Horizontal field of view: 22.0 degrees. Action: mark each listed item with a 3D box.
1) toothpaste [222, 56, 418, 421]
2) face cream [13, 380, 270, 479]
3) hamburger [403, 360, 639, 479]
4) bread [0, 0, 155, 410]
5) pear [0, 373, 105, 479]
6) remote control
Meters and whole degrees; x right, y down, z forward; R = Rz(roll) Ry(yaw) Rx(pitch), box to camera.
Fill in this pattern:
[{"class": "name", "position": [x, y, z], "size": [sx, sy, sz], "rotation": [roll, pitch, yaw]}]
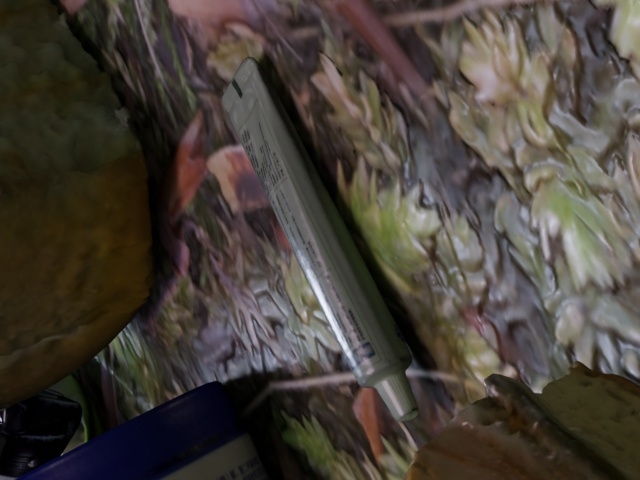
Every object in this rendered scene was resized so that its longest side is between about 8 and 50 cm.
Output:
[{"class": "toothpaste", "position": [0.000, 0.000, 0.807], "size": [0.197, 0.029, 0.048], "rotation": [63, 151, 17]}, {"class": "face cream", "position": [-0.126, 0.175, 0.974], "size": [0.111, 0.206, 0.206], "rotation": [62, 153, 2]}, {"class": "hamburger", "position": [0.132, 0.149, 0.595], "size": [0.207, 0.135, 0.155], "rotation": [18, 142, 40]}, {"class": "bread", "position": [-0.291, -0.053, 1.074], "size": [0.395, 0.239, 0.264], "rotation": [49, 147, 36]}, {"class": "pear", "position": [-0.279, 0.284, 1.263], "size": [0.399, 0.399, 0.165], "rotation": [35, 172, 48]}, {"class": "remote control", "position": [-0.273, 0.113, 1.211], "size": [0.266, 0.090, 0.066], "rotation": [16, 83, 47]}]
